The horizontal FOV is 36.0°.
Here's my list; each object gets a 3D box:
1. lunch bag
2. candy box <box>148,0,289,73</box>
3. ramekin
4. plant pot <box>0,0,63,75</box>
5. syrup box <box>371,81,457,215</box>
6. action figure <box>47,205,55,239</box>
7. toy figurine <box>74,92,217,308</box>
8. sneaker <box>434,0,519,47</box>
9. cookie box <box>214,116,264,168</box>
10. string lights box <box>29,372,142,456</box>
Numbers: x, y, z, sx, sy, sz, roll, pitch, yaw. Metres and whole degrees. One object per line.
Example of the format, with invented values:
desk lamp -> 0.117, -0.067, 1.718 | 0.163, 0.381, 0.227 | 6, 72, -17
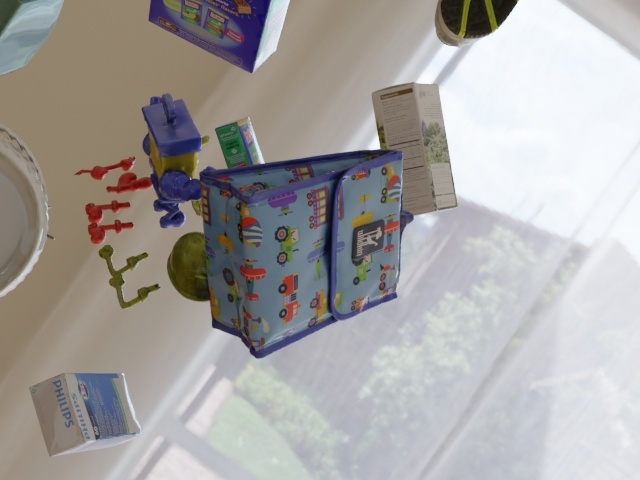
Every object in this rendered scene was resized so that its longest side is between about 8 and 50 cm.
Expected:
lunch bag -> 0.000, 0.000, 1.331 | 0.293, 0.221, 0.138 | -15, 24, -31
candy box -> -0.197, -0.543, 2.021 | 0.268, 0.122, 0.317 | 28, -41, 6
ramekin -> -0.365, -0.026, 0.961 | 0.207, 0.207, 0.109 | 36, -4, -29
plant pot -> -0.556, -0.401, 1.688 | 0.165, 0.234, 0.165 | -36, 96, -50
syrup box -> 0.172, -0.164, 1.792 | 0.096, 0.237, 0.093 | -10, 0, 35
action figure -> -0.526, -0.006, 1.390 | 0.275, 0.164, 0.141 | -8, 3, -3
toy figurine -> -0.237, -0.100, 1.414 | 0.191, 0.217, 0.363 | -5, 39, -20
sneaker -> 0.307, -0.477, 1.611 | 0.145, 0.385, 0.147 | 43, -10, -6
cookie box -> -0.118, -0.129, 1.498 | 0.092, 0.040, 0.107 | -60, 132, -76
string lights box -> -0.433, 0.322, 1.846 | 0.259, 0.076, 0.133 | 32, 37, -75
